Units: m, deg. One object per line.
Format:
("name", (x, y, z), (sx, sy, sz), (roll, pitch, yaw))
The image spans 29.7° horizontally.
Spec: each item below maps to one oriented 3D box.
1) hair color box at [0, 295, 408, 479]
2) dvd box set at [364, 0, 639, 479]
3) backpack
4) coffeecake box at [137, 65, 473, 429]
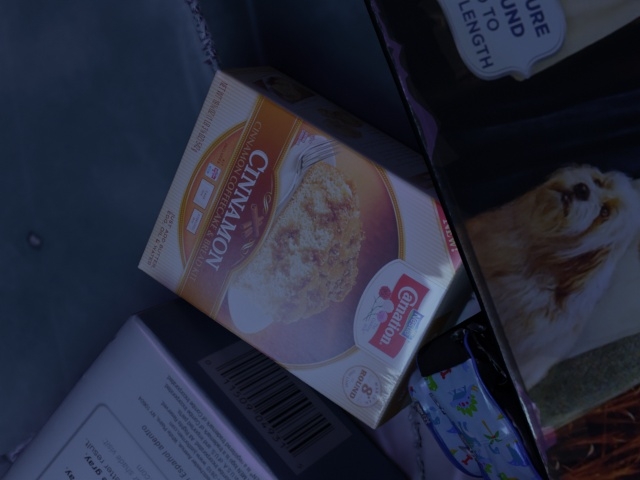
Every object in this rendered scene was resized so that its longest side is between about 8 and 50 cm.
("hair color box", (-0.135, 0.225, 0.822), (0.185, 0.113, 0.374), (47, 116, 12))
("dvd box set", (0.242, -0.095, 0.489), (0.420, 0.062, 0.308), (-20, 90, 4))
("backpack", (0.115, 0.091, 0.672), (0.084, 0.105, 0.114), (-36, 83, 51))
("coffeecake box", (0.000, 0.000, 0.731), (0.185, 0.068, 0.142), (32, 112, 18))
